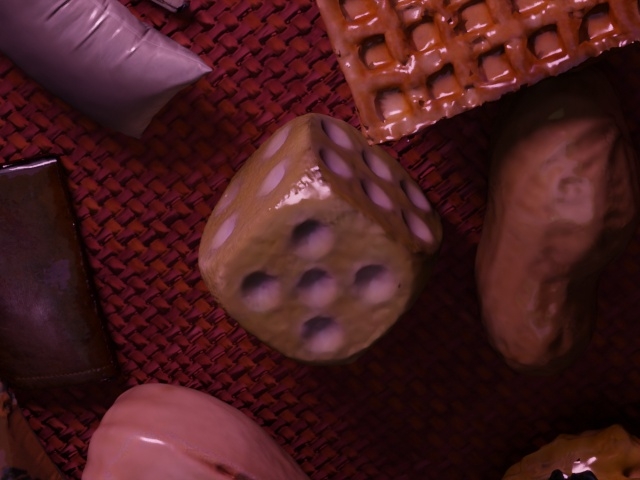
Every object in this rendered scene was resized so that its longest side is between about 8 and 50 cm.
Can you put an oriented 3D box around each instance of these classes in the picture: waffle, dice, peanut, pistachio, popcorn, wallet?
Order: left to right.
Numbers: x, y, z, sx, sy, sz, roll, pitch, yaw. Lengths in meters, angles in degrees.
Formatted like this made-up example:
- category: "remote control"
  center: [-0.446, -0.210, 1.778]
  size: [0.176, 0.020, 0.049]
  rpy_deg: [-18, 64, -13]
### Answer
- category: "wallet"
  center: [-0.291, 0.037, 1.727]
  size: [0.137, 0.031, 0.255]
  rpy_deg: [-8, 119, 6]
- category: "pistachio"
  center: [-0.104, 0.268, 1.766]
  size: [0.318, 0.193, 0.214]
  rpy_deg: [34, 152, -25]
- category: "dice"
  center: [0.000, 0.000, 1.622]
  size: [0.169, 0.166, 0.169]
  rpy_deg: [36, 115, -18]
- category: "waffle"
  center: [0.153, -0.227, 1.500]
  size: [0.308, 0.091, 0.213]
  rpy_deg: [-20, 98, 12]
- category: "peanut"
  center: [0.220, -0.012, 1.626]
  size: [0.147, 0.147, 0.319]
  rpy_deg: [4, 116, -2]
- category: "popcorn"
  center: [0.282, 0.319, 1.781]
  size: [0.286, 0.215, 0.252]
  rpy_deg: [-28, 77, 22]

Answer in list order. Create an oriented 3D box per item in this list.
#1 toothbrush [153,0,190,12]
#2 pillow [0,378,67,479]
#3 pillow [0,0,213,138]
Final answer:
- category: "toothbrush"
  center: [-0.245, -0.276, 1.548]
  size: [0.294, 0.026, 0.028]
  rpy_deg: [26, 136, -13]
- category: "pillow"
  center: [-0.372, 0.315, 1.838]
  size: [0.312, 0.119, 0.310]
  rpy_deg: [-25, 113, 16]
- category: "pillow"
  center: [-0.224, -0.192, 1.557]
  size: [0.254, 0.078, 0.144]
  rpy_deg: [39, 137, -19]
